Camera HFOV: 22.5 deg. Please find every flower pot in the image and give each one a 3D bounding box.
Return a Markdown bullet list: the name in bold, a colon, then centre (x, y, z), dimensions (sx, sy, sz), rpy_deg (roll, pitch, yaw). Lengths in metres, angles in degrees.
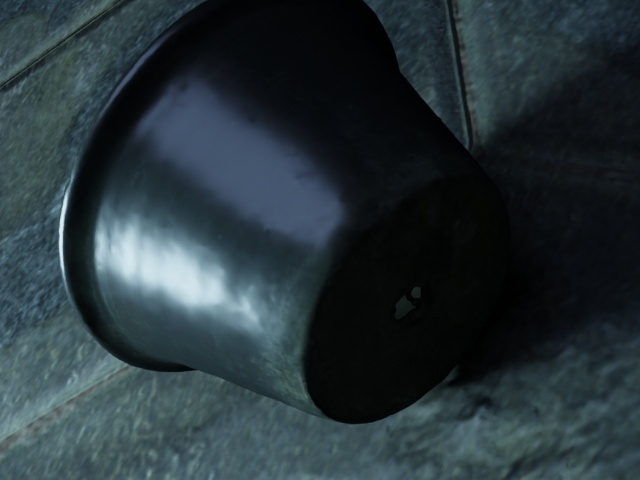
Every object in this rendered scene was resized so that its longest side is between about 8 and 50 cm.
- **flower pot**: centre (0.000, 0.000, 0.830), dimensions (0.235, 0.235, 0.148), rpy_deg (-50, 52, -5)
